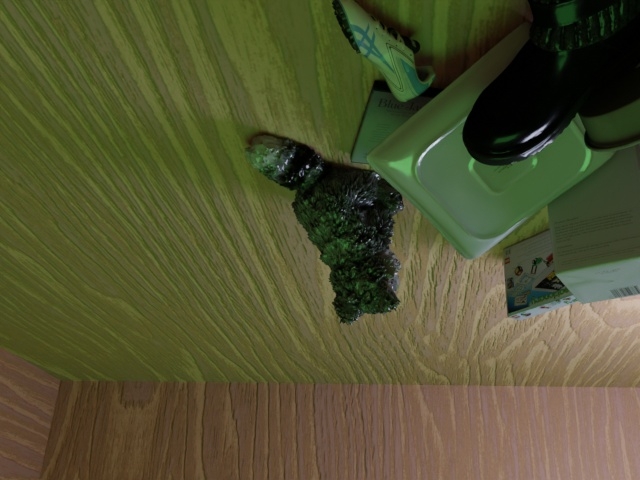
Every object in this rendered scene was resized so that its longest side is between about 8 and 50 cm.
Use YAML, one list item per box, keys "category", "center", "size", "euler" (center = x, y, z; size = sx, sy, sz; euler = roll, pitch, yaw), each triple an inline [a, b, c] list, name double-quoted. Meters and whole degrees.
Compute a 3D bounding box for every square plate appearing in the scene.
- category: "square plate"
  center: [0.314, -0.145, 1.228]
  size: [0.347, 0.049, 0.344]
  euler: [-39, 125, 16]

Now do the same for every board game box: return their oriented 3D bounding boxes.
- category: "board game box"
  center: [0.580, 0.063, 1.699]
  size: [0.053, 0.193, 0.305]
  euler: [20, 150, -29]

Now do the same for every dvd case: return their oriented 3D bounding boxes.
- category: "dvd case"
  center: [0.168, -0.217, 1.365]
  size: [0.180, 0.022, 0.253]
  euler: [6, 154, -5]

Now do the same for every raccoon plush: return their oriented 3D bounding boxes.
- category: "raccoon plush"
  center: [0.000, 0.000, 1.513]
  size: [0.446, 0.299, 0.216]
  euler: [18, 151, -27]

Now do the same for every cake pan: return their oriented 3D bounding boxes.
- category: "cake pan"
  center: [0.502, -0.247, 1.019]
  size: [0.054, 0.293, 0.293]
  euler: [47, 140, -11]

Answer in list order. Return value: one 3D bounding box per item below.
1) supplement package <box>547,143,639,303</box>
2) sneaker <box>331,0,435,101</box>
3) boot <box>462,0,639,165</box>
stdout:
- category: "supplement package"
  center: [0.552, -0.052, 1.350]
  size: [0.178, 0.293, 0.175]
  euler: [-15, 148, 32]
- category: "sneaker"
  center: [0.102, -0.317, 1.120]
  size: [0.086, 0.085, 0.237]
  euler: [-38, 135, 17]
- category: "boot"
  center: [0.311, -0.287, 0.975]
  size: [0.348, 0.131, 0.260]
  euler: [-44, 144, 5]
